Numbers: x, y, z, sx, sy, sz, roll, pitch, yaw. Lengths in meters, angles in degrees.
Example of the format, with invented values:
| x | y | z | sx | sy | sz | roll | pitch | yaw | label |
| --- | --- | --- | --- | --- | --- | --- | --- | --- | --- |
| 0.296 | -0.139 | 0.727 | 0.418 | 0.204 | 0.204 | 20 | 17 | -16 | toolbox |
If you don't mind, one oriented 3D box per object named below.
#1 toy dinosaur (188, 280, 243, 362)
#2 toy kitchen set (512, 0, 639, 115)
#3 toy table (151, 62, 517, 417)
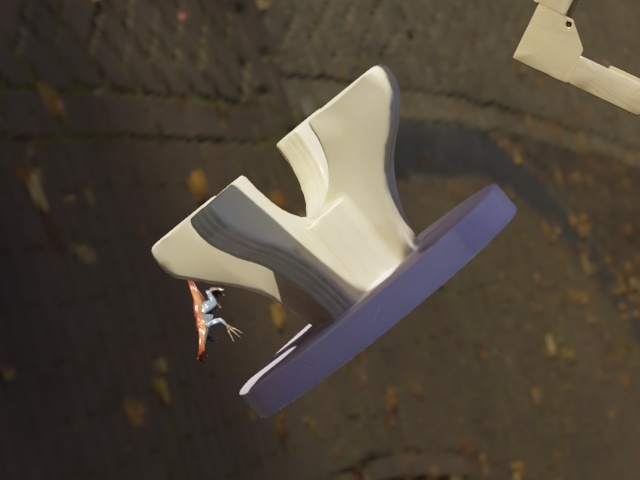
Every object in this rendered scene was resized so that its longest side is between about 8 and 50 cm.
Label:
| x | y | z | sx | sy | sz | roll | pitch | yaw | label |
| --- | --- | --- | --- | --- | --- | --- | --- | --- | --- |
| -0.130 | 0.091 | 1.971 | 0.090 | 0.047 | 0.082 | 31 | 44 | -3 | toy dinosaur |
| 0.154 | -0.121 | 0.968 | 0.083 | 0.075 | 0.068 | -65 | 175 | 9 | toy kitchen set |
| 0.000 | 0.000 | 1.399 | 0.161 | 0.274 | 0.252 | 50 | 16 | -3 | toy table |
